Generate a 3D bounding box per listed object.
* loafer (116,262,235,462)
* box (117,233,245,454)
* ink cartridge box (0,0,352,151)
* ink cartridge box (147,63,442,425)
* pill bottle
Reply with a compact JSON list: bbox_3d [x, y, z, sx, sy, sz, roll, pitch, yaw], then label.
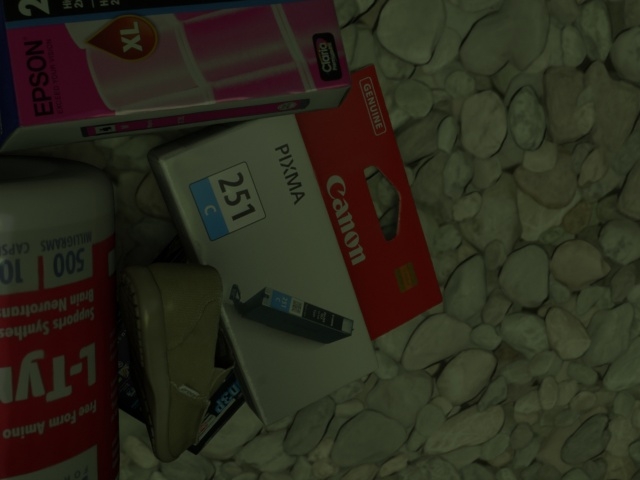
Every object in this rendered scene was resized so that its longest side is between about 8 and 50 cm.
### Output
[{"bbox_3d":[-0.129,0.120,0.765,0.092,0.102,0.268,-15,143,-18],"label":"loafer"},{"bbox_3d":[-0.133,0.103,0.879,0.175,0.051,0.220,39,95,-25],"label":"box"},{"bbox_3d":[-0.168,-0.184,0.712,0.371,0.069,0.175,-10,81,-11],"label":"ink cartridge box"},{"bbox_3d":[0.000,0.000,0.832,0.261,0.066,0.296,-26,110,-18],"label":"ink cartridge box"},{"bbox_3d":[-0.295,0.137,0.720,0.229,0.229,0.407,-2,103,-16],"label":"pill bottle"}]
